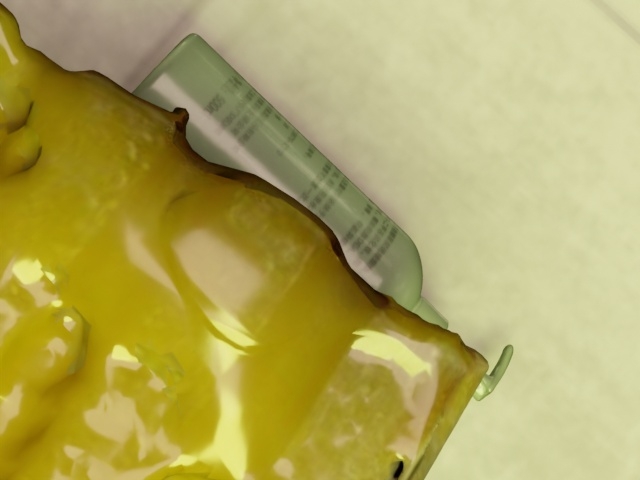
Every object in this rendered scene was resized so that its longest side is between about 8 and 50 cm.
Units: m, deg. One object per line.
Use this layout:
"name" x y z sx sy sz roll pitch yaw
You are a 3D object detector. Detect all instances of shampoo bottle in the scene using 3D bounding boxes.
"shampoo bottle" 0.000 0.000 0.641 0.195 0.056 0.056 44 85 -7

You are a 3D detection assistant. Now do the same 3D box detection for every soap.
"soap" -0.118 0.089 0.544 0.259 0.143 0.281 34 70 2
